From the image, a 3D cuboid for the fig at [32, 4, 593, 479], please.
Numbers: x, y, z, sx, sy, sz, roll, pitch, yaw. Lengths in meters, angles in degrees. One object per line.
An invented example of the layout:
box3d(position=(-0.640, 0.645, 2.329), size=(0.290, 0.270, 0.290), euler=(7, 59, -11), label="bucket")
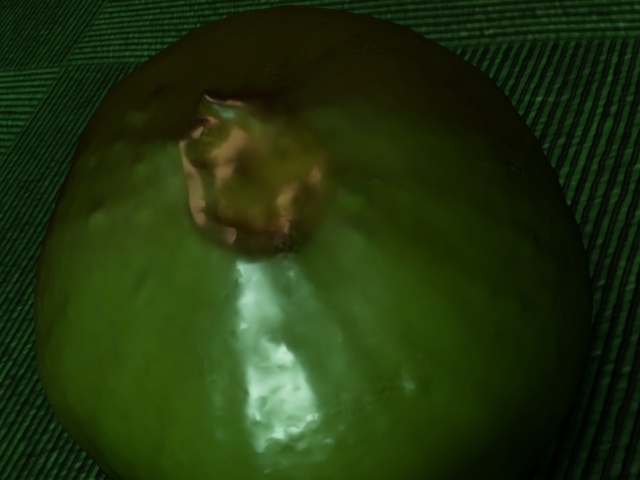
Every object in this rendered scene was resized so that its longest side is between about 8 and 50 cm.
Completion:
box3d(position=(-0.006, 0.029, 0.543), size=(0.343, 0.343, 0.343), euler=(-17, 47, 20), label="fig")
